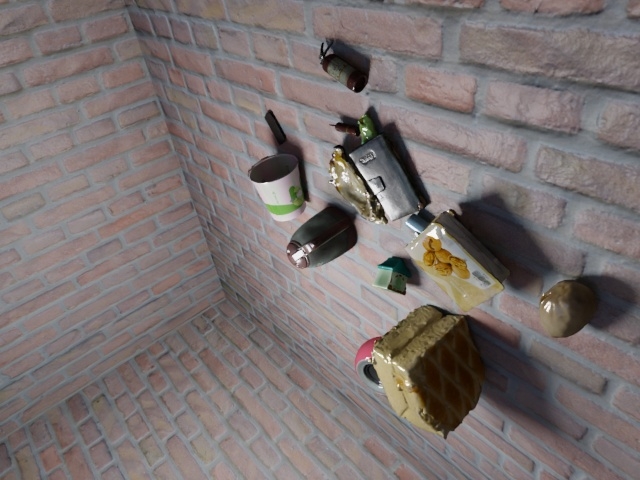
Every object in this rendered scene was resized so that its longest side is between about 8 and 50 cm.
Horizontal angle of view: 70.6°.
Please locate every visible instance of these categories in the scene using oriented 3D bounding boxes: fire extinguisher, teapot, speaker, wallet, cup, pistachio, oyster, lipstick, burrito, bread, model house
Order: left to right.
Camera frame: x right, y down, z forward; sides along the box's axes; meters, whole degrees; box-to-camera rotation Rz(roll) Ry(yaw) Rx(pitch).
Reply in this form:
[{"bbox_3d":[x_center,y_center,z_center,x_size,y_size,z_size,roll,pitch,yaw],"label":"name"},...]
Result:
[{"bbox_3d":[-0.219,-0.541,2.183,0.156,0.018,0.082,60,152,-5],"label":"wallet"},{"bbox_3d":[-0.198,-0.252,2.222,0.253,0.253,0.273,29,147,42],"label":"cup"},{"bbox_3d":[0.000,0.000,2.079,0.233,0.312,0.315,55,152,1],"label":"teapot"},{"bbox_3d":[0.072,-0.623,1.609,0.231,0.071,0.099,45,122,24],"label":"fire extinguisher"},{"bbox_3d":[0.098,-0.437,1.761,0.132,0.056,0.039,26,113,39],"label":"fire extinguisher"},{"bbox_3d":[0.160,-0.222,1.818,0.361,0.096,0.221,47,163,23],"label":"oyster"},{"bbox_3d":[0.192,-0.340,1.714,0.104,0.054,0.287,16,132,54],"label":"burrito"},{"bbox_3d":[0.322,0.629,2.252,0.294,0.294,0.294,38,146,32],"label":"speaker"},{"bbox_3d":[0.250,-0.228,1.671,0.169,0.044,0.316,-24,104,41],"label":"wallet"},{"bbox_3d":[0.311,0.147,1.940,0.127,0.148,0.101,22,170,-35],"label":"model house"},{"bbox_3d":[0.443,0.521,1.846,0.279,0.371,0.389,-1,116,57],"label":"bread"},{"bbox_3d":[0.436,0.000,1.661,0.274,0.061,0.068,39,146,21],"label":"lipstick"},{"bbox_3d":[0.729,0.208,1.349,0.153,0.126,0.223,7,135,10],"label":"pistachio"}]

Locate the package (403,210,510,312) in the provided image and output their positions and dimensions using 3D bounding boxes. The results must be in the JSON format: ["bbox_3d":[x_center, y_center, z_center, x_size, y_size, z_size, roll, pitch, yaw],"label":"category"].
[{"bbox_3d":[0.479,0.058,1.550,0.311,0.165,0.221,47,143,8],"label":"package"}]

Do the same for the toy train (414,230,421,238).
[{"bbox_3d":[0.413,0.061,1.683,0.252,0.048,0.055,46,160,-23],"label":"toy train"}]
